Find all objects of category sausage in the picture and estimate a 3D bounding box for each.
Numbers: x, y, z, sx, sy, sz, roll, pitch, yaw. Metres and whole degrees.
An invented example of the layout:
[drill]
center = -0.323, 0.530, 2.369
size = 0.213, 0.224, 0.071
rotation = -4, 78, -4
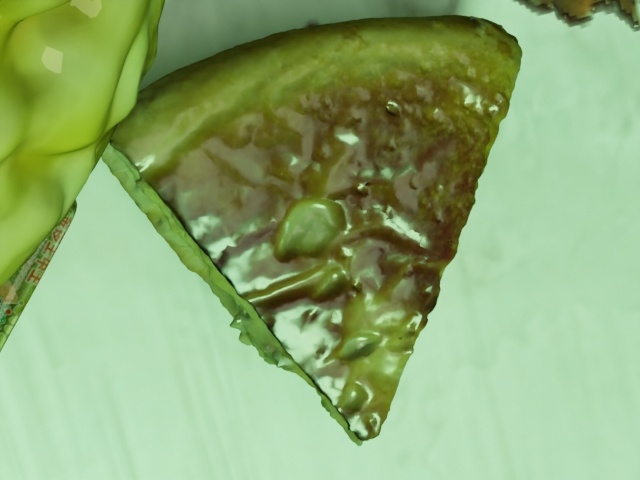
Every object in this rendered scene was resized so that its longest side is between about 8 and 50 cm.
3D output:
[sausage]
center = -0.108, 0.024, 0.650
size = 0.015, 0.015, 0.100
rotation = 30, 88, -24

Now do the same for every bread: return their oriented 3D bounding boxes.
[bread]
center = -0.015, -0.018, 0.658
size = 0.136, 0.054, 0.154
rotation = 18, 88, -25

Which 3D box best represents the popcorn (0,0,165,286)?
[popcorn]
center = -0.171, -0.064, 0.502
size = 0.265, 0.225, 0.332
rotation = 0, 110, -40
